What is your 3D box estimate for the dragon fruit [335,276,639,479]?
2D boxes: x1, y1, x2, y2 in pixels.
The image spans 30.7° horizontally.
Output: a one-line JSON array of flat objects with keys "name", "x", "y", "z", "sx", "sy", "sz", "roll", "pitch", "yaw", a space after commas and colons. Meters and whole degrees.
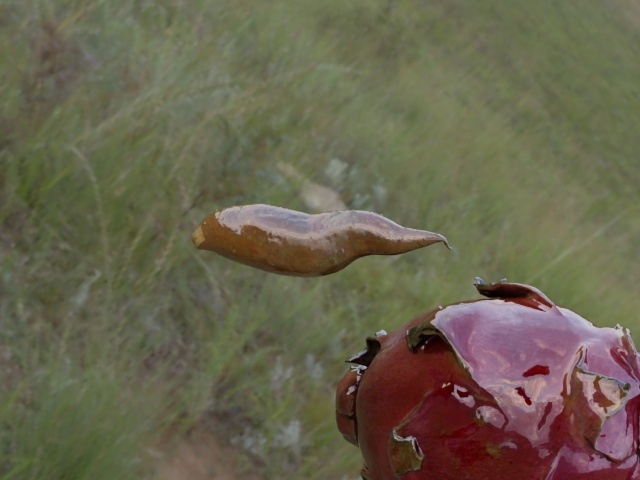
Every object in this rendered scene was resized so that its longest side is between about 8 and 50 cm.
[{"name": "dragon fruit", "x": 0.155, "y": 0.159, "z": 1.039, "sx": 0.315, "sy": 0.250, "sz": 0.250, "roll": 25, "pitch": 9, "yaw": 24}]

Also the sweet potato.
[{"name": "sweet potato", "x": 0.000, "y": 0.000, "z": 0.861, "sx": 0.056, "sy": 0.194, "sz": 0.056, "roll": -1, "pitch": 90, "yaw": -83}]
